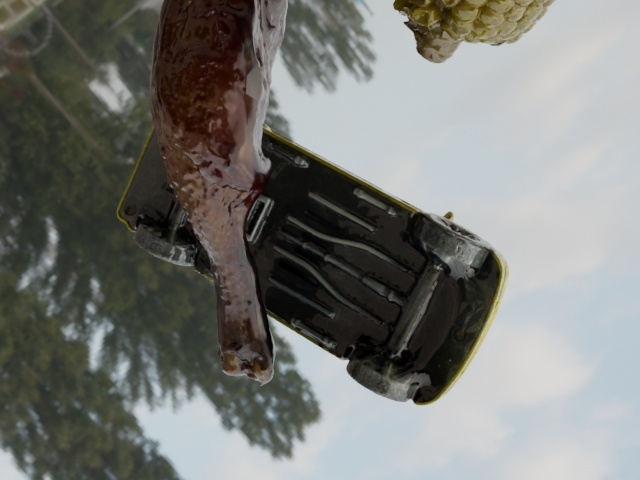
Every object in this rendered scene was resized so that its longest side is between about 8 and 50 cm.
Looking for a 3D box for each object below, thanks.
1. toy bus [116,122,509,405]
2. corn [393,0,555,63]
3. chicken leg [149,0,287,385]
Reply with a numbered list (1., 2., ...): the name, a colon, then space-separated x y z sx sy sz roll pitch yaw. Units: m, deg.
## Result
1. toy bus: 0.000 0.000 0.911 0.144 0.330 0.152 -64 161 11
2. corn: 0.141 -0.255 0.714 0.119 0.119 0.322 -62 176 -52
3. chicken leg: -0.071 -0.088 0.800 0.095 0.407 0.158 2 -175 18
